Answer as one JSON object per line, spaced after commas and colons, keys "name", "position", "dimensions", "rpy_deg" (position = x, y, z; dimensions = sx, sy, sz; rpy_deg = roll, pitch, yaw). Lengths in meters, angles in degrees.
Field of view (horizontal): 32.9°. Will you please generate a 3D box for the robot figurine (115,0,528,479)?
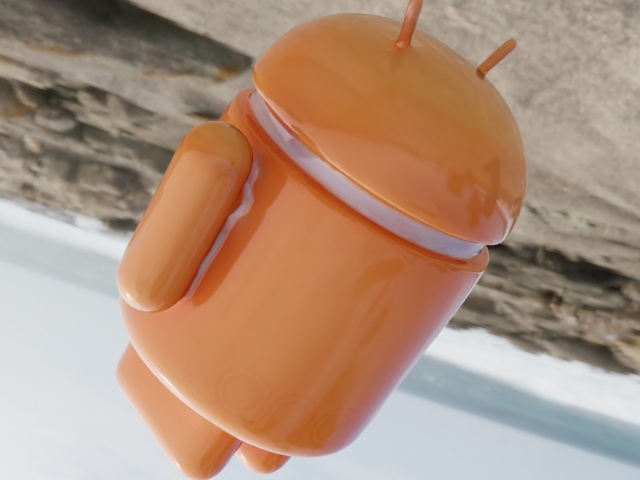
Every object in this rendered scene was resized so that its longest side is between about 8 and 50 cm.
{"name": "robot figurine", "position": [0.001, 0.000, 0.455], "dimensions": [0.158, 0.219, 0.128], "rpy_deg": [28, -160, -16]}
